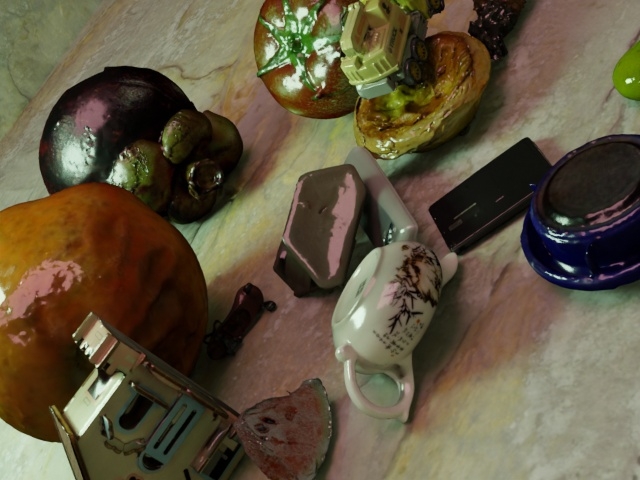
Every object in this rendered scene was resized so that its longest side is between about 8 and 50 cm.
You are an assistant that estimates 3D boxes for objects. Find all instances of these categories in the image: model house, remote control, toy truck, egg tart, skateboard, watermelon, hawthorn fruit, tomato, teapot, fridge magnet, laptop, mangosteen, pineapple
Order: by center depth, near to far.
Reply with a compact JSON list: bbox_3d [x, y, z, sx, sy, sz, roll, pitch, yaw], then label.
[{"bbox_3d":[0.392,-0.046,1.334,0.265,0.112,0.265,-26,34,20],"label":"fridge magnet"},{"bbox_3d":[-0.060,0.279,1.432,0.071,0.139,0.187,121,165,-44],"label":"watermelon"},{"bbox_3d":[0.103,0.119,1.436,0.208,0.166,0.299,-29,40,52],"label":"teapot"},{"bbox_3d":[-0.270,0.298,1.448,0.244,0.326,0.169,-52,35,-6],"label":"model house"},{"bbox_3d":[0.274,-0.074,1.576,0.207,0.026,0.154,-35,33,11],"label":"laptop"},{"bbox_3d":[0.088,-0.052,1.671,0.055,0.109,0.313,1,29,-17],"label":"remote control"},{"bbox_3d":[-0.006,-0.004,1.679,0.188,0.122,0.229,115,168,-66],"label":"model house"},{"bbox_3d":[-0.399,0.139,1.693,0.472,0.472,0.472,-28,35,21],"label":"hawthorn fruit"},{"bbox_3d":[-0.156,0.144,1.751,0.151,0.067,0.080,-53,24,-10],"label":"skateboard"},{"bbox_3d":[0.115,-0.391,1.775,0.124,0.157,0.272,-10,50,38],"label":"toy truck"},{"bbox_3d":[0.191,-0.248,1.791,0.290,0.115,0.290,-28,38,25],"label":"egg tart"},{"bbox_3d":[0.328,-0.425,1.862,0.125,0.125,0.251,-10,49,40],"label":"pineapple"},{"bbox_3d":[0.021,-0.397,1.993,0.303,0.303,0.239,-10,1,40],"label":"tomato"},{"bbox_3d":[-0.394,-0.203,2.139,0.421,0.381,0.381,-10,42,21],"label":"mangosteen"}]

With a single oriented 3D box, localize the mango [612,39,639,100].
[{"bbox_3d":[0.526,-0.269,1.493,0.163,0.089,0.117,-41,38,25],"label":"mango"}]
